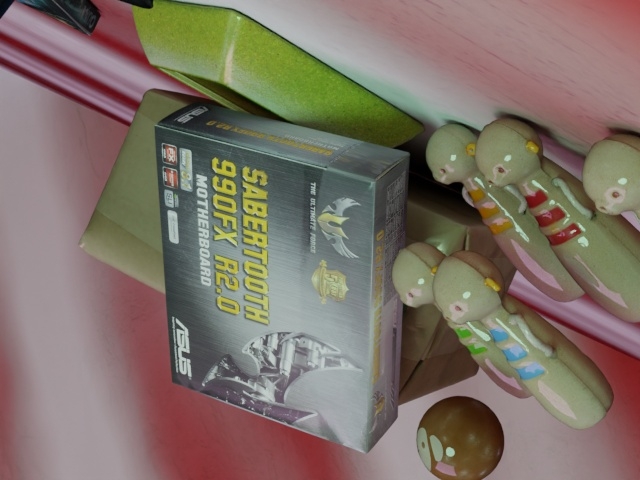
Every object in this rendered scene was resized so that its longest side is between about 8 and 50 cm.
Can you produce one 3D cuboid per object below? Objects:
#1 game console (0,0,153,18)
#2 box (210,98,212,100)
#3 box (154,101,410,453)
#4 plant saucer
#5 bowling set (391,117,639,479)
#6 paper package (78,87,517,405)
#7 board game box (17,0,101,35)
[{"bbox_3d":[-0.301,-0.155,0.771,0.250,0.173,0.293,25,-172,39],"label":"game console"},{"bbox_3d":[-0.017,-0.086,1.361,0.244,0.060,0.100,25,178,11],"label":"box"},{"bbox_3d":[-0.030,0.028,0.882,0.183,0.231,0.056,17,-147,26],"label":"box"},{"bbox_3d":[-0.043,-0.118,0.910,0.188,0.045,0.188,26,179,-34],"label":"plant saucer"},{"bbox_3d":[0.105,0.034,0.705,0.154,0.200,0.287,45,170,-9],"label":"bowling set"},{"bbox_3d":[0.000,0.000,1.100,0.324,0.168,0.309,26,-170,20],"label":"paper package"},{"bbox_3d":[-0.272,-0.235,1.042,0.126,0.026,0.186,26,179,3],"label":"board game box"}]
